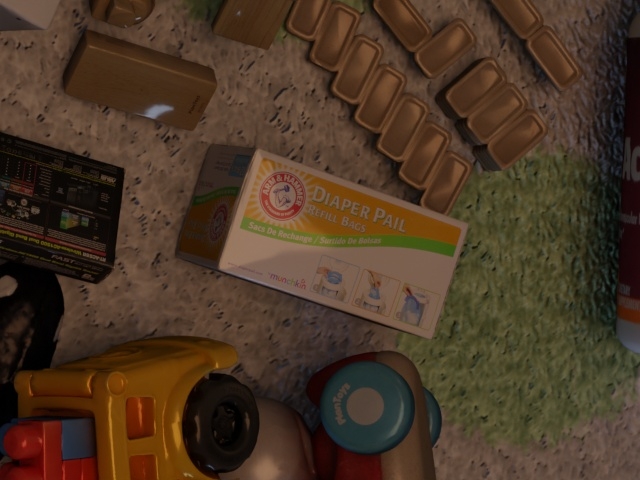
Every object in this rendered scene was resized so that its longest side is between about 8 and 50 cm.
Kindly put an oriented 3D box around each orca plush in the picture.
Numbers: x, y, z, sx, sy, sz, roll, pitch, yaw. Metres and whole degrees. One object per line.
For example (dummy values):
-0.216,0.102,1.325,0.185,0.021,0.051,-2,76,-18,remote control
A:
-0.291,0.138,1.502,0.287,0.102,0.151,-42,109,-14,orca plush

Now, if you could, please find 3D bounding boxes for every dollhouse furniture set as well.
-0.120,-0.194,1.584,0.144,0.123,0.151,16,124,-23,dollhouse furniture set

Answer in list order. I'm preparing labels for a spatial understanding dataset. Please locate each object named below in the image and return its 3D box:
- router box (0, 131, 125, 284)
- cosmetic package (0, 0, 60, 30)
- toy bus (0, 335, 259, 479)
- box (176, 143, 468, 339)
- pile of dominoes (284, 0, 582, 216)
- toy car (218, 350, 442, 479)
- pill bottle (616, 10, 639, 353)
-0.219,-0.026,1.532,0.122,0.038,0.092,16,60,-22,router box
-0.272,-0.304,1.430,0.224,0.138,0.224,30,79,-31,cosmetic package
-0.162,0.191,1.479,0.211,0.149,0.220,-5,92,-51,toy bus
0.000,0.000,1.606,0.203,0.114,0.103,19,87,-22,box
0.092,-0.166,1.683,0.196,0.040,0.251,-41,100,-14,pile of dominoes
-0.023,0.205,1.592,0.238,0.219,0.210,-7,81,10,toy car
0.377,-0.095,1.695,0.224,0.224,0.392,0,95,-23,pill bottle
